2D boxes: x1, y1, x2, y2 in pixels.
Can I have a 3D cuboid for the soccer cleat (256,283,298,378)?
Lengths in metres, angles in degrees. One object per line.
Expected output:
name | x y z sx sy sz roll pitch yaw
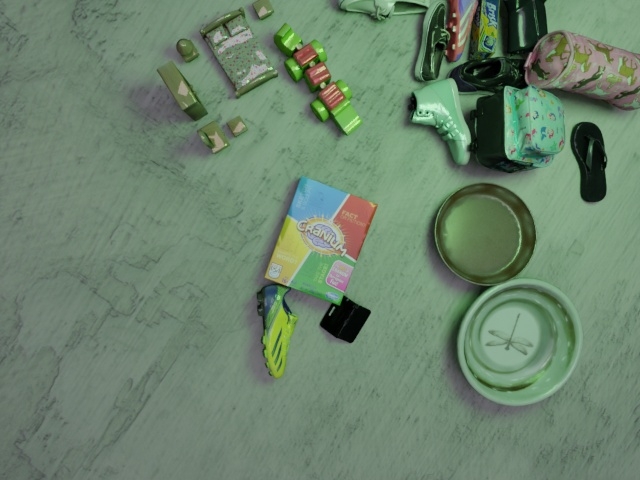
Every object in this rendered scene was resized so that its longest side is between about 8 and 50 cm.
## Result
soccer cleat | -0.120 0.273 1.216 0.121 0.093 0.289 -6 97 -11

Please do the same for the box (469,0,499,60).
box | 0.477 -0.618 1.185 0.054 0.059 0.169 5 88 -5

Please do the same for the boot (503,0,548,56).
boot | 0.633 -0.666 1.189 0.246 0.094 0.207 -24 110 -17

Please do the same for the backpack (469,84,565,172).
backpack | 0.570 -0.307 1.149 0.253 0.191 0.225 5 83 -38

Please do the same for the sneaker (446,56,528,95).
sneaker | 0.524 -0.477 1.178 0.283 0.124 0.107 -7 96 -4

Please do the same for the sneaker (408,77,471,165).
sneaker | 0.341 -0.330 1.195 0.151 0.094 0.256 -16 92 -4

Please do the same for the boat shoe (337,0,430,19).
boat shoe | 0.183 -0.671 1.151 0.267 0.096 0.088 -11 92 -12

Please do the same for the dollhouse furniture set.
dollhouse furniture set | -0.222 -0.456 1.094 0.355 0.174 0.303 -31 98 -1

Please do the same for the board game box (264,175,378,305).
board game box | 0.000 0.000 1.204 0.242 0.064 0.317 20 93 -3

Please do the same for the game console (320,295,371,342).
game console | 0.078 0.242 1.269 0.107 0.071 0.122 32 92 23

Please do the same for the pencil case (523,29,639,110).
pencil case | 0.768 -0.472 1.142 0.385 0.167 0.160 3 72 -20

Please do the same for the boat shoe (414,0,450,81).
boat shoe | 0.335 -0.570 1.169 0.077 0.070 0.220 0 104 -43

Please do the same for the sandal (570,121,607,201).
sandal | 0.850 -0.246 1.264 0.097 0.054 0.255 -16 97 -3

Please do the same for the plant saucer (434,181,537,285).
plant saucer | 0.494 -0.019 1.236 0.310 0.050 0.311 0 83 -1

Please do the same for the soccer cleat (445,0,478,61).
soccer cleat | 0.412 -0.646 1.178 0.095 0.083 0.248 -1 93 -9

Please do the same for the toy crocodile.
toy crocodile | -0.003 -0.450 1.147 0.115 0.105 0.341 -35 98 -1

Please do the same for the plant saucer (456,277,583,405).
plant saucer | 0.605 0.307 1.275 0.400 0.100 0.401 -1 96 -5
